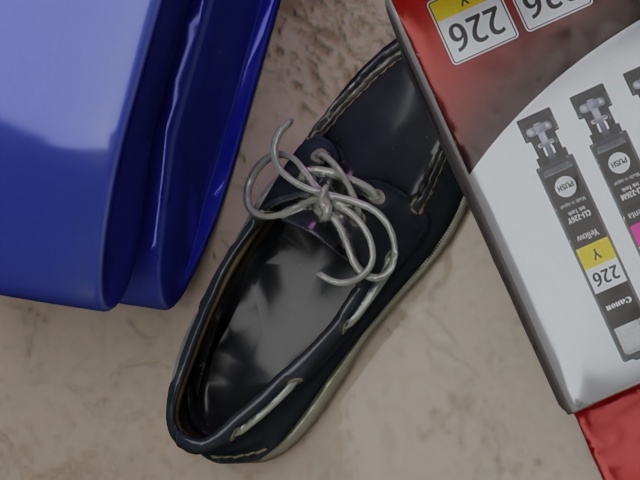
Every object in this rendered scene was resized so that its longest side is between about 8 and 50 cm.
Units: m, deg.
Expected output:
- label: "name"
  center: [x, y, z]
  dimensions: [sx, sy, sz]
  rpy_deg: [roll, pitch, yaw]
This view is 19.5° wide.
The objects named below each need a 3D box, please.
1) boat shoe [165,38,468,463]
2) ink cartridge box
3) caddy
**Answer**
- label: "boat shoe"
  center: [0.000, 0.000, 0.949]
  dimensions: [0.095, 0.079, 0.254]
  rpy_deg: [37, 95, 18]
- label: "ink cartridge box"
  center: [0.226, -0.042, 0.841]
  dimensions: [0.309, 0.130, 0.272]
  rpy_deg: [-25, 82, 3]
- label: "caddy"
  center: [-0.133, -0.118, 0.913]
  dimensions: [0.179, 0.241, 0.341]
  rpy_deg: [16, 90, 9]
